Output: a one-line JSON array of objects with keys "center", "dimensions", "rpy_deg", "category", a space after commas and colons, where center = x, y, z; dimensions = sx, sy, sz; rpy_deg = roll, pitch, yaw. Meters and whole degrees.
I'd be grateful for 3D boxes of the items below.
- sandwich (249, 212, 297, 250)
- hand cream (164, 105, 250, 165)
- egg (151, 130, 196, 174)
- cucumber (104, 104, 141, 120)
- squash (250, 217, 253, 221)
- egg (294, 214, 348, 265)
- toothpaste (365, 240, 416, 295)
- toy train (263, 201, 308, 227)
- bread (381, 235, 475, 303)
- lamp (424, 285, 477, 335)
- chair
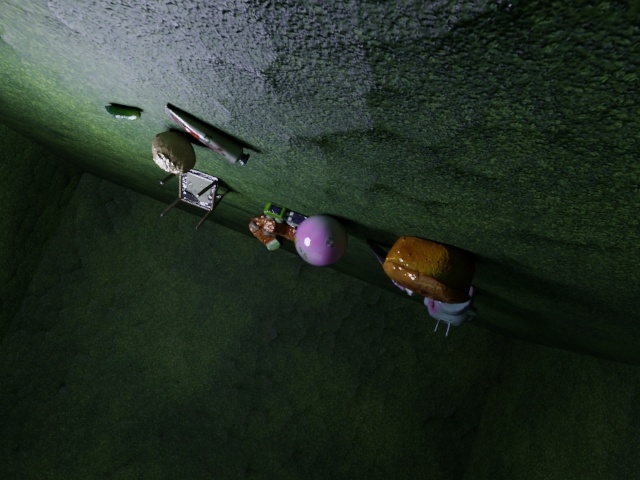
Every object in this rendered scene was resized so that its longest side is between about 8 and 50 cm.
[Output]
[{"center": [-0.236, -0.027, 2.060], "dimensions": [0.250, 0.162, 0.301], "rpy_deg": [7, 167, 45], "category": "sandwich"}, {"center": [-0.289, -0.267, 1.042], "dimensions": [0.233, 0.050, 0.080], "rpy_deg": [31, 173, -19], "category": "hand cream"}, {"center": [-0.430, -0.257, 1.195], "dimensions": [0.140, 0.116, 0.118], "rpy_deg": [48, 173, -6], "category": "egg"}, {"center": [-0.552, -0.356, 1.140], "dimensions": [0.154, 0.037, 0.037], "rpy_deg": [18, 171, 27], "category": "cucumber"}, {"center": [-0.328, -0.061, 2.345], "dimensions": [0.184, 0.085, 0.191], "rpy_deg": [24, 170, -26], "category": "squash"}, {"center": [0.000, 0.000, 1.524], "dimensions": [0.196, 0.197, 0.271], "rpy_deg": [21, 176, -2], "category": "egg"}, {"center": [0.277, 0.101, 1.595], "dimensions": [0.075, 0.048, 0.301], "rpy_deg": [-8, -137, -28], "category": "toothpaste"}, {"center": [-0.139, -0.098, 1.697], "dimensions": [0.202, 0.060, 0.081], "rpy_deg": [19, 166, 4], "category": "toy train"}, {"center": [0.368, 0.103, 1.367], "dimensions": [0.311, 0.173, 0.312], "rpy_deg": [24, 176, 2], "category": "bread"}, {"center": [0.602, 0.312, 1.900], "dimensions": [0.246, 0.248, 0.301], "rpy_deg": [16, 163, 17], "category": "lamp"}, {"center": [-0.498, -0.201, 1.645], "dimensions": [0.188, 0.167, 0.272], "rpy_deg": [19, -146, 6], "category": "chair"}]
